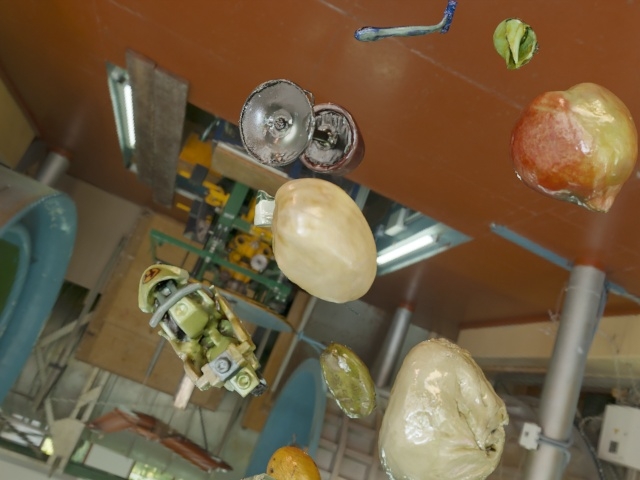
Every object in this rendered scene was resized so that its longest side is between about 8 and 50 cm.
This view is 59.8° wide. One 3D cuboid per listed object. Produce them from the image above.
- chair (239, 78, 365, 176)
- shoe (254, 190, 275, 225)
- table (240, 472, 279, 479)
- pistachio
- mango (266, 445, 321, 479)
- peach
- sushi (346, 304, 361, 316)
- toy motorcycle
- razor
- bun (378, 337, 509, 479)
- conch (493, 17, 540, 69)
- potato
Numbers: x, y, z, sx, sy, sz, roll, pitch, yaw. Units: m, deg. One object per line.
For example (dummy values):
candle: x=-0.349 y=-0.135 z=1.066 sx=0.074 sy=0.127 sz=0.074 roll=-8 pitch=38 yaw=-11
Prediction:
chair: x=-0.032 y=-0.305 z=1.595 sx=0.226 sy=0.226 sz=0.401 roll=13 pitch=-173 yaw=25
shoe: x=-0.110 y=-0.139 z=2.317 sx=0.363 sy=0.160 sz=0.132 roll=-2 pitch=176 yaw=-31
table: x=-0.109 y=0.493 z=1.060 sx=0.079 sy=0.062 sz=0.083 roll=35 pitch=136 yaw=-19
pistachio: x=0.000 y=0.000 z=1.335 sx=0.321 sy=0.238 sz=0.229 roll=58 pitch=-177 yaw=-16
mango: x=-0.062 y=0.698 z=1.564 sx=0.262 sy=0.157 sz=0.109 roll=46 pitch=172 yaw=42
peach: x=0.503 y=-0.174 z=1.090 sx=0.232 sy=0.257 sz=0.232 roll=-22 pitch=179 yaw=0
sushi: x=0.020 y=0.123 z=1.565 sx=0.210 sy=0.040 sz=0.193 roll=40 pitch=172 yaw=-36
toy motorcycle: x=-0.272 y=0.193 z=1.272 sx=0.410 sy=0.169 sz=0.237 roll=45 pitch=175 yaw=12
razor: x=0.236 y=-0.567 z=1.488 sx=0.056 sy=0.324 sz=0.093 roll=56 pitch=152 yaw=30
bun: x=0.266 y=0.395 z=1.203 sx=0.234 sy=0.326 sz=0.362 roll=13 pitch=122 yaw=37
conch: x=0.467 y=-0.479 z=1.338 sx=0.095 sy=0.201 sz=0.079 roll=-18 pitch=138 yaw=13
potato: x=0.082 y=0.409 z=1.645 sx=0.149 sy=0.113 sz=0.251 roll=-20 pitch=94 yaw=46
